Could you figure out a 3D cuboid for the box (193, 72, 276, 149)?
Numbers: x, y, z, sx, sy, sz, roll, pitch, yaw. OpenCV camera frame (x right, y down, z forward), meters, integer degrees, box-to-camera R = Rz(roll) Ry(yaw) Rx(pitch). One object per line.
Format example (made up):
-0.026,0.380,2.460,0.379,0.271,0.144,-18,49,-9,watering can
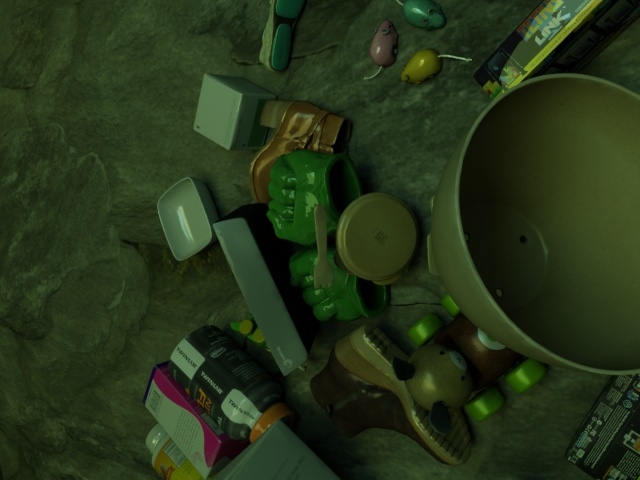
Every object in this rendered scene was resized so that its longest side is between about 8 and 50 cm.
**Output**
-0.148,-0.220,0.939,0.102,0.087,0.101,33,118,30,box

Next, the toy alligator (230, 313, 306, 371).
-0.085,0.174,0.991,0.189,0.056,0.051,22,71,34,toy alligator

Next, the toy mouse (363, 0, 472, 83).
0.112,-0.285,0.753,0.161,0.031,0.143,-15,89,40,toy mouse

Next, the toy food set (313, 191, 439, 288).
0.078,-0.001,0.766,0.038,0.191,0.133,-160,67,-73,toy food set

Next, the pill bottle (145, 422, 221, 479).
-0.271,0.471,1.152,0.215,0.117,0.117,31,117,31,pill bottle

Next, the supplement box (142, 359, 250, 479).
-0.244,0.347,1.110,0.220,0.114,0.111,39,120,28,supplement box

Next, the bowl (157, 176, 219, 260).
-0.252,-0.044,1.081,0.142,0.053,0.142,-27,82,39,bowl

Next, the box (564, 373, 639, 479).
0.402,0.223,0.608,0.184,0.045,0.191,30,115,29,box

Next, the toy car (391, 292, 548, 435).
0.165,0.161,0.693,0.155,0.188,0.149,52,126,19,toy car

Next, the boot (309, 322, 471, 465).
0.098,0.264,0.855,0.248,0.090,0.207,50,137,19,boot

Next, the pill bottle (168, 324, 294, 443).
-0.161,0.276,1.018,0.245,0.130,0.131,34,118,29,pill bottle

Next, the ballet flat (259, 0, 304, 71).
-0.066,-0.355,0.871,0.052,0.057,0.168,39,121,38,ballet flat

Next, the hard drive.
-0.075,0.065,0.874,0.054,0.172,0.255,-22,99,13,hard drive

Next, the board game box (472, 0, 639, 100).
0.260,-0.217,0.575,0.170,0.141,0.048,-47,71,35,board game box

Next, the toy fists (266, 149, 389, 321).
0.000,0.000,0.830,0.142,0.096,0.279,1,117,45,toy fists

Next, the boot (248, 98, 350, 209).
-0.033,-0.122,0.880,0.152,0.073,0.197,20,116,28,boot

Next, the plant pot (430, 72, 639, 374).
0.233,-0.003,0.586,0.191,0.284,0.284,134,115,-72,plant pot

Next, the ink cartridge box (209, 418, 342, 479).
-0.034,0.527,0.875,0.395,0.166,0.285,44,124,4,ink cartridge box
